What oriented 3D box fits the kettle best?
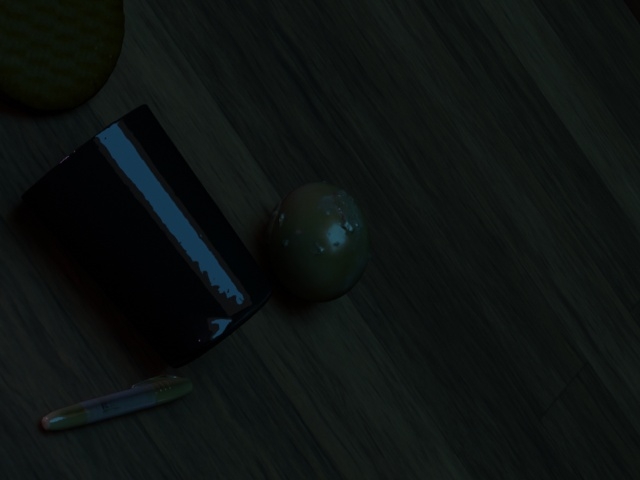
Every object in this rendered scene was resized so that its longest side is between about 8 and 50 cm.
[{"bbox_3d":[-0.228,0.002,1.575,0.203,0.262,0.308,-39,98,-16],"label":"kettle"}]

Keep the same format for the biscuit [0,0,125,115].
[{"bbox_3d":[-0.395,-0.333,1.632,0.318,0.040,0.317,5,84,-53],"label":"biscuit"}]

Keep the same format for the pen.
[{"bbox_3d":[-0.256,0.204,1.488,0.233,0.032,0.040,-8,46,-47],"label":"pen"}]

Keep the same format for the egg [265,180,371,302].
[{"bbox_3d":[-0.002,0.002,1.795,0.164,0.164,0.201,24,46,-33],"label":"egg"}]
